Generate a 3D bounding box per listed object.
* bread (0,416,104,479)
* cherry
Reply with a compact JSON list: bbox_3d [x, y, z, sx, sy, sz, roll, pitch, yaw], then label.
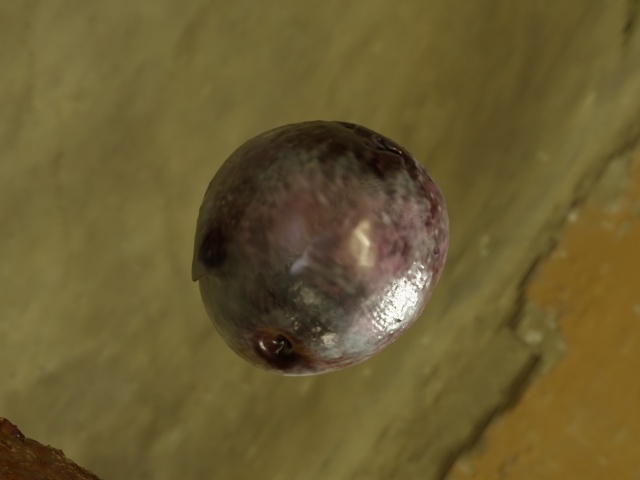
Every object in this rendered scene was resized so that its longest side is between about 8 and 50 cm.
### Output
[{"bbox_3d":[-0.195,0.118,0.983,0.109,0.185,0.380,-46,119,3],"label":"bread"},{"bbox_3d":[-0.002,0.009,1.439,0.195,0.195,0.195,-49,161,-22],"label":"cherry"}]
